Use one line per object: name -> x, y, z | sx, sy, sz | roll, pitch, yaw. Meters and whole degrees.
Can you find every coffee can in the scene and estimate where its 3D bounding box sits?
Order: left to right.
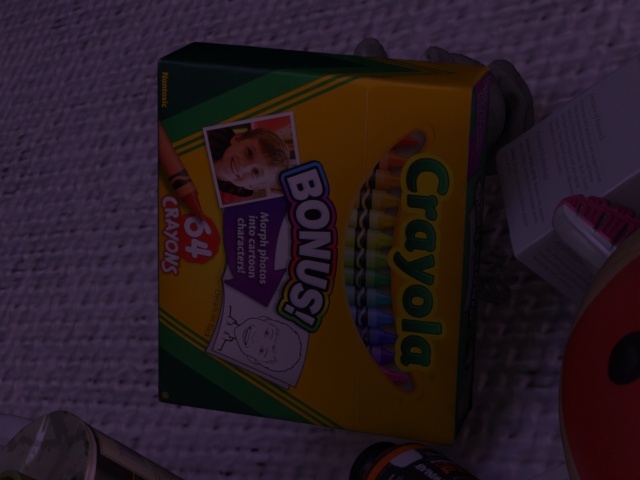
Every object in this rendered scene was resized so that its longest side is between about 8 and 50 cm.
coffee can -> -0.209, 0.329, 1.939 | 0.201, 0.275, 0.201 | -33, 38, 31

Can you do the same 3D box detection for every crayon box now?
crayon box -> 0.000, 0.000, 1.824 | 0.313, 0.363, 0.106 | 7, 19, 17

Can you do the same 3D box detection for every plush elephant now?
plush elephant -> 0.091, -0.103, 1.975 | 0.330, 0.272, 0.255 | 21, 91, 27

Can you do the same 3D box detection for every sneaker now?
sneaker -> 0.284, 0.071, 1.631 | 0.252, 0.103, 0.111 | 51, 121, 13

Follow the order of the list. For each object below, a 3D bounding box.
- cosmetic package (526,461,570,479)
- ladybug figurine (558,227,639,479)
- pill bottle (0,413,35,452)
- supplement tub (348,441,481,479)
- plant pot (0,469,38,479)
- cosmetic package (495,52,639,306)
cosmetic package -> 0.245, 0.356, 1.463 | 0.197, 0.155, 0.365 | -30, 41, 31
ladybug figurine -> 0.335, 0.133, 1.378 | 0.305, 0.162, 0.449 | -18, 47, 0
pill bottle -> -0.363, 0.423, 2.093 | 0.229, 0.229, 0.408 | -1, 60, 51
supplement tub -> 0.105, 0.260, 1.768 | 0.106, 0.106, 0.198 | -57, 34, -3
plant pot -> -0.188, 0.382, 1.691 | 0.275, 0.293, 0.275 | -53, 26, 41
cosmetic package -> 0.291, -0.046, 1.765 | 0.183, 0.151, 0.151 | -35, 37, 26
